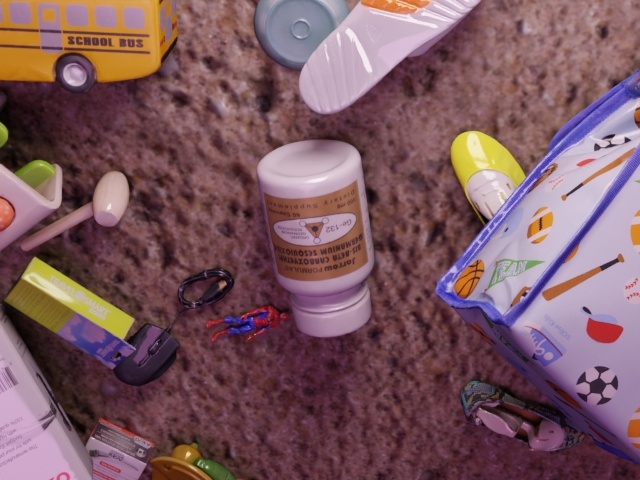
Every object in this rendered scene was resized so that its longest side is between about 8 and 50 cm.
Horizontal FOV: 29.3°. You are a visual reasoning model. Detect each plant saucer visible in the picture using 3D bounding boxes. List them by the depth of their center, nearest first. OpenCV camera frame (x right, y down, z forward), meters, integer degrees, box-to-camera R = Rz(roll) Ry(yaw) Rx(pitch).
[{"bbox_3d":[-0.023,-0.257,1.470,0.119,0.021,0.119,3,118,6],"label":"plant saucer"}]

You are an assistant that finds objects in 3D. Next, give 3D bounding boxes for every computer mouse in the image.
[{"bbox_3d":[-0.205,0.124,1.683,0.071,0.041,0.242,38,115,-12],"label":"computer mouse"}]

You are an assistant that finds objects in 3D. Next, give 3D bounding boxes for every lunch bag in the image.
[{"bbox_3d":[0.384,0.027,1.438,0.328,0.239,0.385,41,84,-21],"label":"lunch bag"}]

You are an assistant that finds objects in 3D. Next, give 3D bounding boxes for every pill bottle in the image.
[{"bbox_3d":[0.000,0.000,1.542,0.131,0.131,0.229,-5,117,9],"label":"pill bottle"}]

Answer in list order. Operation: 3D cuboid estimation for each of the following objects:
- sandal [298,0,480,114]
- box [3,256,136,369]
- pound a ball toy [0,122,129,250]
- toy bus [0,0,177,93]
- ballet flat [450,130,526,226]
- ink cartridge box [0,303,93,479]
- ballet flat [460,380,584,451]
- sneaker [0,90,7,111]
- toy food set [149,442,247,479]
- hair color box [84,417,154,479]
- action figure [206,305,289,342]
[{"bbox_3d":[0.083,-0.251,1.429,0.265,0.076,0.102,-39,86,11],"label":"sandal"},{"bbox_3d":[-0.333,0.100,1.658,0.178,0.042,0.109,34,148,-12],"label":"box"},{"bbox_3d":[-0.423,-0.011,1.550,0.319,0.136,0.208,-33,127,19],"label":"pound a ball toy"},{"bbox_3d":[-0.344,-0.256,1.458,0.332,0.108,0.130,3,118,5],"label":"toy bus"},{"bbox_3d":[0.234,-0.031,1.529,0.077,0.077,0.231,-24,113,18],"label":"ballet flat"},{"bbox_3d":[-0.461,0.255,1.678,0.197,0.114,0.273,-29,99,-5],"label":"ink cartridge box"},{"bbox_3d":[0.277,0.257,1.686,0.188,0.070,0.070,21,118,-5],"label":"ballet flat"},{"bbox_3d":[-0.464,-0.153,1.559,0.152,0.054,0.061,-31,108,21],"label":"sneaker"},{"bbox_3d":[-0.154,0.371,1.801,0.218,0.071,0.128,47,137,-15],"label":"toy food set"},{"bbox_3d":[-0.323,0.353,1.813,0.093,0.053,0.167,27,119,-7],"label":"hair color box"},{"bbox_3d":[-0.097,0.114,1.674,0.115,0.030,0.038,-15,110,12],"label":"action figure"}]
